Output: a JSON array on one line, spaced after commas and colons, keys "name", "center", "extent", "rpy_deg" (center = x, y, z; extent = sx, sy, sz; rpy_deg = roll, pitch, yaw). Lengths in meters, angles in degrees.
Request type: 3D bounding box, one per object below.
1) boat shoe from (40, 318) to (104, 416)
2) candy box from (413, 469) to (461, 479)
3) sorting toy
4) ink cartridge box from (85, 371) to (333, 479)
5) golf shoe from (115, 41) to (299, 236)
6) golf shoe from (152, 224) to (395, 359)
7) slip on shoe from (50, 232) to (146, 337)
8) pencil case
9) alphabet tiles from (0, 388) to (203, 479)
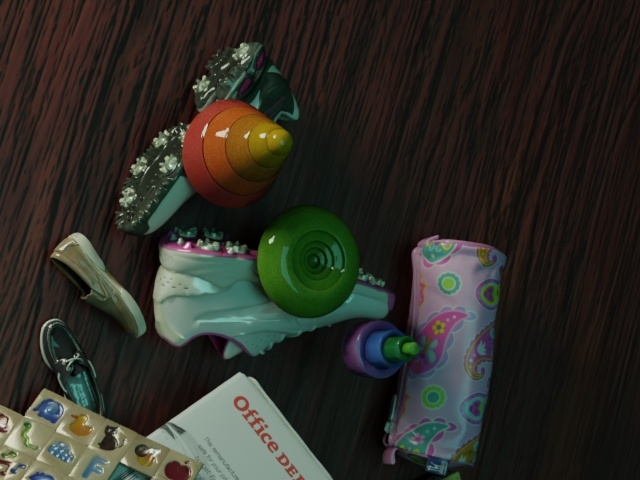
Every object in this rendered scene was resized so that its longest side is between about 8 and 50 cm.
[{"name": "boat shoe", "center": [-0.269, 0.145, 1.775], "extent": [0.046, 0.038, 0.125], "rpy_deg": [-20, 98, -29]}, {"name": "candy box", "center": [0.139, 0.388, 1.998], "extent": [0.109, 0.053, 0.187], "rpy_deg": [-19, 97, -30]}, {"name": "sorting toy", "center": [0.000, 0.000, 1.761], "extent": [0.127, 0.126, 0.365], "rpy_deg": [-41, 106, -26]}, {"name": "ink cartridge box", "center": [-0.136, 0.304, 1.765], "extent": [0.273, 0.114, 0.197], "rpy_deg": [-34, 78, -26]}, {"name": "golf shoe", "center": [-0.120, -0.097, 1.836], "extent": [0.120, 0.105, 0.273], "rpy_deg": [46, 67, -27]}, {"name": "golf shoe", "center": [-0.058, 0.073, 1.875], "extent": [0.306, 0.115, 0.140], "rpy_deg": [11, 98, -27]}, {"name": "slip on shoe", "center": [-0.244, 0.056, 1.784], "extent": [0.041, 0.051, 0.135], "rpy_deg": [-40, 105, -31]}, {"name": "pencil case", "center": [0.150, 0.139, 1.975], "extent": [0.124, 0.124, 0.284], "rpy_deg": [13, 83, -29]}, {"name": "alphabet tiles", "center": [-0.272, 0.260, 1.683], "extent": [0.237, 0.009, 0.198], "rpy_deg": [23, 54, 13]}]
